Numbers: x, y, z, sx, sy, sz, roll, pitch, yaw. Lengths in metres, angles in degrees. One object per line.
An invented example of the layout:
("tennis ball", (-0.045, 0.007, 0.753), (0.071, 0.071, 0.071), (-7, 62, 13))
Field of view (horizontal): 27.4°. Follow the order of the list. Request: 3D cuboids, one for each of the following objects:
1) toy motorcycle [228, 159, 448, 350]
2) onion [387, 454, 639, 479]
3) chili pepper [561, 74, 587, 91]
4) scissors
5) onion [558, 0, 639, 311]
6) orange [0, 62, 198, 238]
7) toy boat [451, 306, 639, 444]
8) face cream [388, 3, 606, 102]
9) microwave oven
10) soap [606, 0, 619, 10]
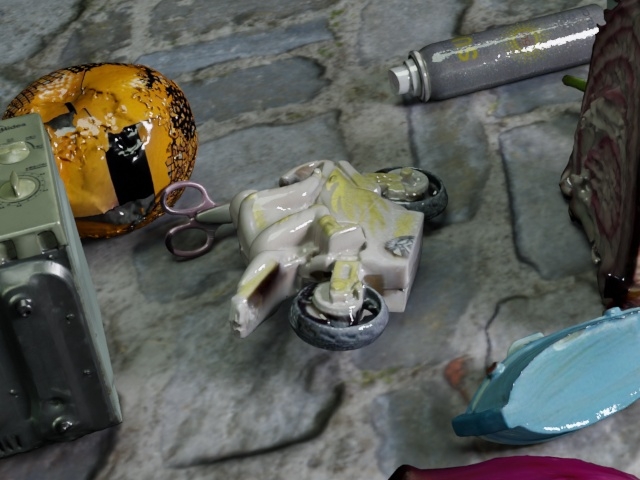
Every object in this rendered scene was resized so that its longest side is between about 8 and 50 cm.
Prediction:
("toy motorcycle", (0.000, 0.000, 1.357), (0.222, 0.108, 0.341), (10, 33, 12))
("onion", (0.178, 0.323, 0.706), (0.420, 0.398, 0.398), (13, 36, -5))
("chili pepper", (0.462, -0.152, 1.498), (0.368, 0.092, 0.137), (5, 19, 8))
("scissors", (-0.092, -0.033, 1.472), (0.176, 0.086, 0.022), (-9, 5, -21))
("onion", (0.337, -0.091, 1.291), (0.146, 0.280, 0.314), (8, 37, -1))
("orange", (-0.257, -0.107, 1.504), (0.234, 0.182, 0.234), (-13, 42, 12))
("toy boat", (0.214, 0.125, 1.180), (0.215, 0.088, 0.102), (-23, 4, -17))
("face cream", (0.225, -0.232, 1.653), (0.283, 0.073, 0.073), (-15, 36, -7))
("microwave oven", (-0.384, 0.079, 1.189), (0.354, 0.286, 0.218), (-14, 37, -9))
("soap", (0.436, -0.361, 1.598), (0.095, 0.290, 0.173), (-25, 39, -23))
